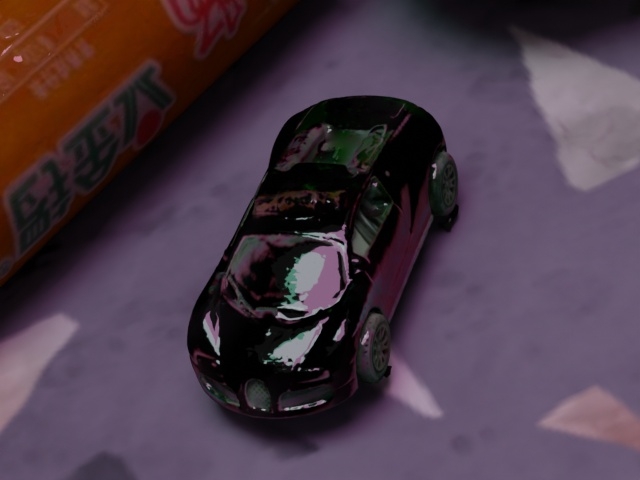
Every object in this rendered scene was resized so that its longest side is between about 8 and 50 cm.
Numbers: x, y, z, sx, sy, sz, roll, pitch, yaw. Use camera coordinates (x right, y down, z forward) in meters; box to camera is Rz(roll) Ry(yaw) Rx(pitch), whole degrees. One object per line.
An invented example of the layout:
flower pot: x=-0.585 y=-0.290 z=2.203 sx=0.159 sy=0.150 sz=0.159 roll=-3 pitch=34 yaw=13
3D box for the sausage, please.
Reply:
sausage: x=-0.116 y=-0.051 z=0.687 sx=0.093 sy=0.093 sz=0.312 roll=24 pitch=57 yaw=33

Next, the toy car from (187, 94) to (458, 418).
toy car: x=0.000 y=0.000 z=0.630 sx=0.069 sy=0.055 sz=0.142 roll=4 pitch=47 yaw=23
